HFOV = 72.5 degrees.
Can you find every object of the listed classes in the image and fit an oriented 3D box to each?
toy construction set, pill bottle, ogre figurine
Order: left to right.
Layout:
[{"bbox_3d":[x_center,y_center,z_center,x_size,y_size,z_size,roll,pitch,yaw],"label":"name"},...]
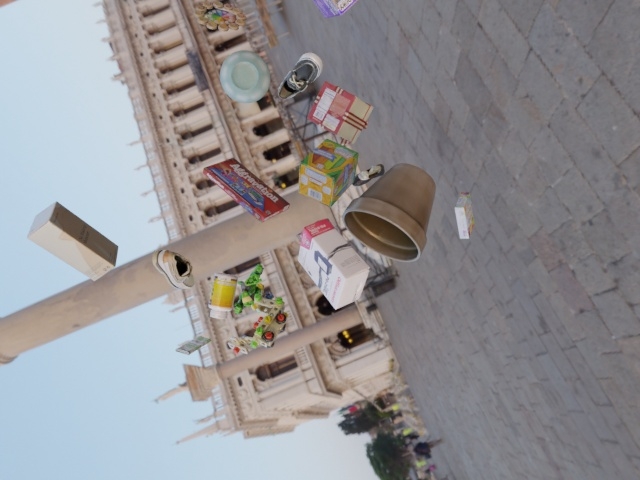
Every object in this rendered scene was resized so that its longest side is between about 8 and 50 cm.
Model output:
[{"bbox_3d":[-0.480,0.271,2.141,0.117,0.117,0.215,66,-146,-84],"label":"pill bottle"},{"bbox_3d":[-0.278,0.183,1.706,0.118,0.096,0.197,-164,81,-82],"label":"ogre figurine"},{"bbox_3d":[-0.269,0.364,1.944,0.214,0.328,0.151,23,155,15],"label":"toy construction set"}]

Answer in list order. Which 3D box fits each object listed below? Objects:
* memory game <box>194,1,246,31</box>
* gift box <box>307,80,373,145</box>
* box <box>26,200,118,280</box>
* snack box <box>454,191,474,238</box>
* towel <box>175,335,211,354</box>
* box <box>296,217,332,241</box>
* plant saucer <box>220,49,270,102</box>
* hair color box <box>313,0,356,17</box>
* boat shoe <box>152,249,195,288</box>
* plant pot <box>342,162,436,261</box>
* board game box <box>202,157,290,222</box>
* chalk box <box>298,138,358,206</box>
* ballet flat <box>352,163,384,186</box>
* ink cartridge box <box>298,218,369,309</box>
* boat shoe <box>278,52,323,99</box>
[{"bbox_3d":[-0.355,-0.800,1.555,0.012,0.186,0.186,110,144,-52],"label":"memory game"},{"bbox_3d":[0.098,-0.676,2.379,0.255,0.276,0.258,40,-161,23],"label":"gift box"},{"bbox_3d":[-0.980,0.007,1.750,0.311,0.121,0.148,50,-168,-41],"label":"box"},{"bbox_3d":[0.530,-0.091,1.602,0.100,0.037,0.141,-55,-45,-42],"label":"snack box"},{"bbox_3d":[-0.649,0.530,2.229,0.152,0.113,0.023,-28,-66,-48],"label":"towel"},{"bbox_3d":[0.000,0.000,2.088,0.163,0.142,0.247,56,171,-6],"label":"box"},{"bbox_3d":[-0.289,-0.629,1.677,0.037,0.194,0.195,-110,-3,-74],"label":"plant saucer"},{"bbox_3d":[0.084,-0.943,1.637,0.110,0.185,0.339,46,-169,-23],"label":"hair color box"},{"bbox_3d":[-0.641,0.142,1.991,0.302,0.103,0.113,64,-151,-59],"label":"boat shoe"},{"bbox_3d":[0.285,-0.121,1.631,0.323,0.280,0.323,29,161,11],"label":"plant pot"},{"bbox_3d":[-0.251,-0.177,1.489,0.281,0.145,0.027,39,129,14],"label":"board game box"},{"bbox_3d":[0.052,-0.324,1.978,0.180,0.289,0.179,26,141,17],"label":"chalk box"},{"bbox_3d":[0.248,-0.344,2.256,0.074,0.203,0.074,51,156,34],"label":"ballet flat"},{"bbox_3d":[0.036,0.076,1.414,0.237,0.100,0.172,50,148,30],"label":"ink cartridge box"},{"bbox_3d":[-0.066,-0.498,1.352,0.077,0.070,0.219,37,157,-18],"label":"boat shoe"}]
